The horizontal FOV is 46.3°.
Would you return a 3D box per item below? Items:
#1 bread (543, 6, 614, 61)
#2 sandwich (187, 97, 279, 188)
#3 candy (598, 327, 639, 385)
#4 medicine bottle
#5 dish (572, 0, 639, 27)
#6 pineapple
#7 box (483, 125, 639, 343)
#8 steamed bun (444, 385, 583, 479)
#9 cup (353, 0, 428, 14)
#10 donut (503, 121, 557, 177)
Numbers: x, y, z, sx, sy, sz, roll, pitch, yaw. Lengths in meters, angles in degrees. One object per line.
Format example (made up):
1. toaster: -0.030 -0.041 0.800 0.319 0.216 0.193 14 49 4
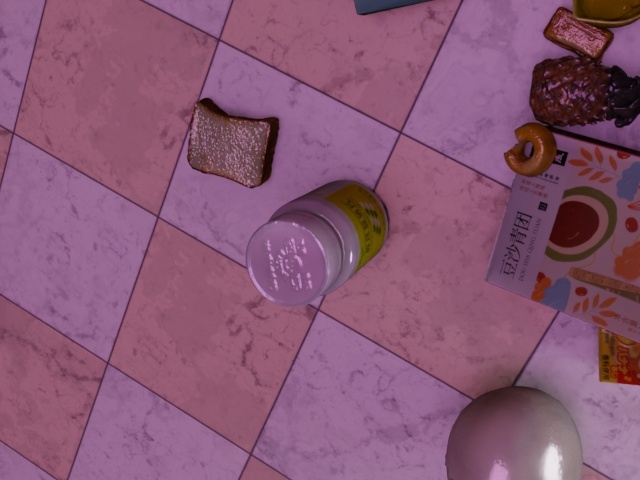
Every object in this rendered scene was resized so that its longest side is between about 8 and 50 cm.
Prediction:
1. bread: 0.517 -0.413 1.501 0.132 0.053 0.074 29 109 12
2. sandwich: -0.215 -0.236 1.830 0.214 0.065 0.186 15 110 16
3. candy: 0.728 0.232 1.564 0.276 0.088 0.146 2 105 27
4. medicine bottle: 0.000 0.000 1.638 0.213 0.378 0.214 6 107 21
5. dish: 0.571 -0.473 1.436 0.207 0.080 0.149 -32 73 5
6. pineapple: 0.574 -0.286 1.454 0.309 0.170 0.141 7 92 28
7. box: 0.566 -0.015 1.498 0.385 0.122 0.345 23 110 30
8. steamed bun: 0.438 0.479 1.628 0.206 0.324 0.324 -4 106 55
9. cup: 0.186 -0.555 1.555 0.235 0.134 0.148 -6 76 14
10. donut: 0.414 -0.177 1.482 0.097 0.043 0.108 30 118 31
